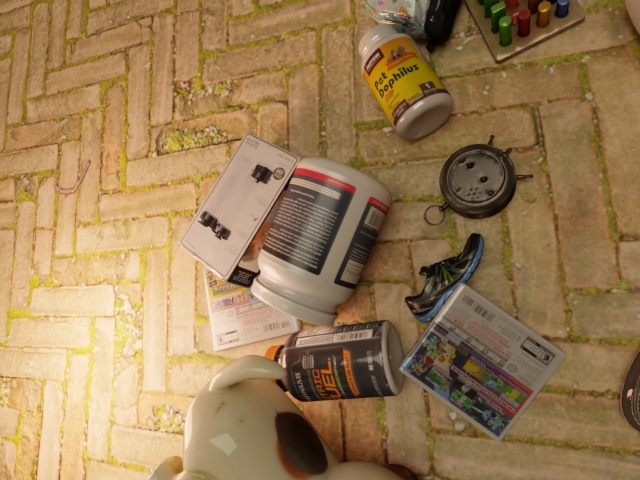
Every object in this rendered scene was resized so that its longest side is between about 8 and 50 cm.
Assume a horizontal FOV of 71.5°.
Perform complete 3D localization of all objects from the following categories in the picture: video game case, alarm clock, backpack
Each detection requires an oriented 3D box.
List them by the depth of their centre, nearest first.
[{"bbox_3d":[0.264,0.200,0.738,0.201,0.023,0.183,35,95,5],"label":"video game case"},{"bbox_3d":[0.267,-0.095,0.804,0.192,0.064,0.129,-41,68,15],"label":"alarm clock"},{"bbox_3d":[0.180,-0.480,0.881,0.182,0.115,0.152,24,93,28],"label":"backpack"},{"bbox_3d":[-0.153,0.124,0.964,0.212,0.023,0.193,-18,74,20],"label":"video game case"}]

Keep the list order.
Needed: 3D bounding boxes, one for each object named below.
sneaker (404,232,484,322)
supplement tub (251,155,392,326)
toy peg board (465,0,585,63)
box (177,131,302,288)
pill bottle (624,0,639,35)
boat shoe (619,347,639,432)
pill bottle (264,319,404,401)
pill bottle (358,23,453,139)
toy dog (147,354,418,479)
[{"bbox_3d":[0.220,0.059,0.790,0.078,0.067,0.188,41,101,18],"label":"sneaker"},{"bbox_3d":[0.000,0.000,0.828,0.191,0.191,0.272,23,90,25],"label":"supplement tub"},{"bbox_3d":[0.369,-0.443,0.812,0.160,0.079,0.161,-23,73,18],"label":"toy peg board"},{"bbox_3d":[-0.155,-0.065,0.947,0.169,0.087,0.290,30,88,29],"label":"box"},{"bbox_3d":[0.667,-0.432,0.602,0.392,0.224,0.224,-27,71,16],"label":"pill bottle"},{"bbox_3d":[0.553,0.141,0.615,0.112,0.095,0.335,43,98,24],"label":"boat shoe"},{"bbox_3d":[0.019,0.224,0.813,0.245,0.130,0.131,-12,76,22],"label":"pill bottle"},{"bbox_3d":[0.156,-0.310,0.858,0.117,0.117,0.215,-31,70,15],"label":"pill bottle"},{"bbox_3d":[-0.032,0.406,0.733,0.407,0.284,0.396,25,99,14],"label":"toy dog"}]
